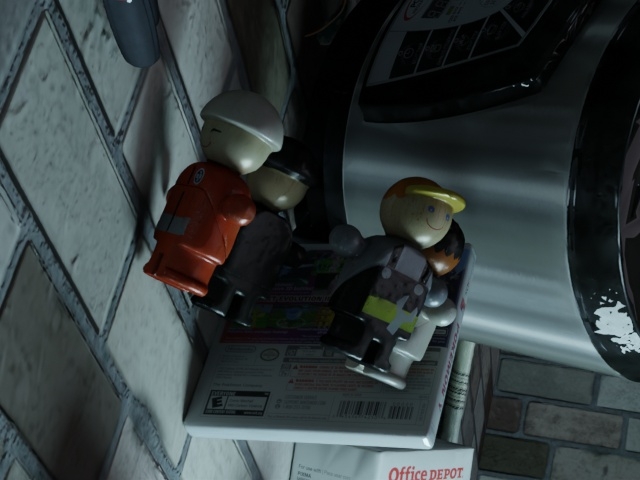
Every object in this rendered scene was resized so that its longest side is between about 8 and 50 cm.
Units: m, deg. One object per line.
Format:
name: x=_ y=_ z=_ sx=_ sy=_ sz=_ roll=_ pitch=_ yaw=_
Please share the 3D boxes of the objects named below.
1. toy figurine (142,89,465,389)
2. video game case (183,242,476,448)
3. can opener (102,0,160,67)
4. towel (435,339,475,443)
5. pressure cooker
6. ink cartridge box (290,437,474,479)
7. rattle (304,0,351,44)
toy figurine: x=0.000 y=0.000 z=1.065 sx=0.213 sy=0.210 sz=0.148 roll=48 pitch=64 yaw=-73
video game case: x=0.010 y=0.078 z=1.182 sx=0.023 sy=0.201 sz=0.183 roll=64 pitch=34 yaw=-45
can opener: x=-0.110 y=-0.157 z=0.848 sx=0.186 sy=0.073 sz=0.059 roll=94 pitch=2 yaw=-59
towel: x=0.122 y=0.185 z=1.839 sx=0.312 sy=0.056 sz=0.324 roll=-178 pitch=-85 yaw=-82
pressure cooker: x=0.186 y=-0.073 z=1.378 sx=0.370 sy=0.420 sz=0.375 roll=1 pitch=98 yaw=-47
ink cartridge box: x=0.054 y=0.341 z=1.598 sx=0.197 sy=0.114 sz=0.272 roll=9 pitch=88 yaw=-54
rattle: x=0.068 y=-0.272 z=1.389 sx=0.130 sy=0.143 sz=0.199 roll=115 pitch=-18 yaw=-68
